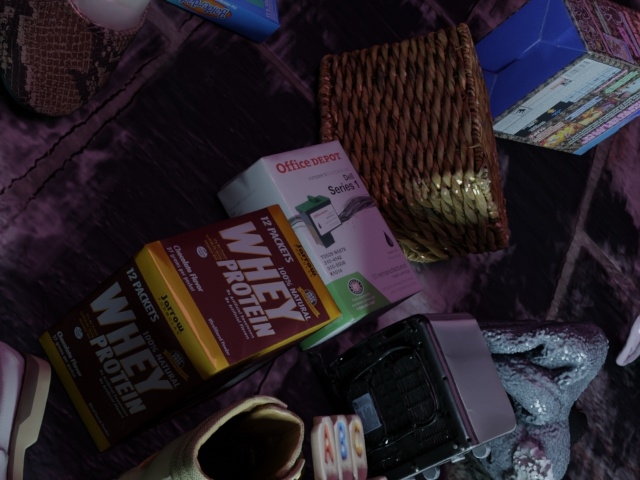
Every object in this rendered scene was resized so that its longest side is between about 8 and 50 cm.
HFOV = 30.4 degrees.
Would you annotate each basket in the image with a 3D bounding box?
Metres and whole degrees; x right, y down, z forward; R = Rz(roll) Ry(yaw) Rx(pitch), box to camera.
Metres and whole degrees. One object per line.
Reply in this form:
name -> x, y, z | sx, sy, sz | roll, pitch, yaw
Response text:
basket -> 0.129, -0.115, 1.631 | 0.213, 0.223, 0.299 | 61, 21, -51

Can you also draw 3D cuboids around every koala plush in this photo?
koala plush -> 0.251, 0.211, 1.439 | 0.196, 0.203, 0.221 | 2, 86, -80

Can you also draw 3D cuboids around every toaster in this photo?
toaster -> 0.105, 0.174, 1.328 | 0.110, 0.168, 0.186 | -1, 64, -49

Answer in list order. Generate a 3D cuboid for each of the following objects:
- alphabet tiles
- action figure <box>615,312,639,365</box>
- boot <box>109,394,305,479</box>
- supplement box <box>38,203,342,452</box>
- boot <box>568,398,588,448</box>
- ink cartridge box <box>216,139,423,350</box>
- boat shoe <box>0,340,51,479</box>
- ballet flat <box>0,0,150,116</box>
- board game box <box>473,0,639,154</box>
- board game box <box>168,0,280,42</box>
alphabet tiles -> 0.036, 0.307, 1.138 | 0.284, 0.021, 0.278 | 24, 58, -72
action figure -> 0.609, 0.131, 1.908 | 0.275, 0.248, 0.370 | 21, 43, 2
boot -> -0.069, 0.206, 1.086 | 0.262, 0.203, 0.095 | -4, 65, -46
supplement box -> -0.124, 0.082, 1.134 | 0.191, 0.194, 0.129 | -20, 77, -51
boot -> 0.311, 0.240, 1.590 | 0.099, 0.045, 0.121 | 53, 39, -10
ink cartridge box -> 0.000, 0.000, 1.407 | 0.160, 0.092, 0.219 | -19, 77, -51
boat shoe -> -0.298, 0.202, 0.941 | 0.103, 0.113, 0.302 | 29, 33, -26
ballet flat -> -0.227, -0.359, 1.330 | 0.164, 0.182, 0.483 | 38, 47, -31
board game box -> 0.406, -0.273, 1.924 | 0.291, 0.232, 0.141 | 6, 58, -44
board game box -> -0.155, -0.369, 1.565 | 0.210, 0.047, 0.160 | 20, 49, -36
